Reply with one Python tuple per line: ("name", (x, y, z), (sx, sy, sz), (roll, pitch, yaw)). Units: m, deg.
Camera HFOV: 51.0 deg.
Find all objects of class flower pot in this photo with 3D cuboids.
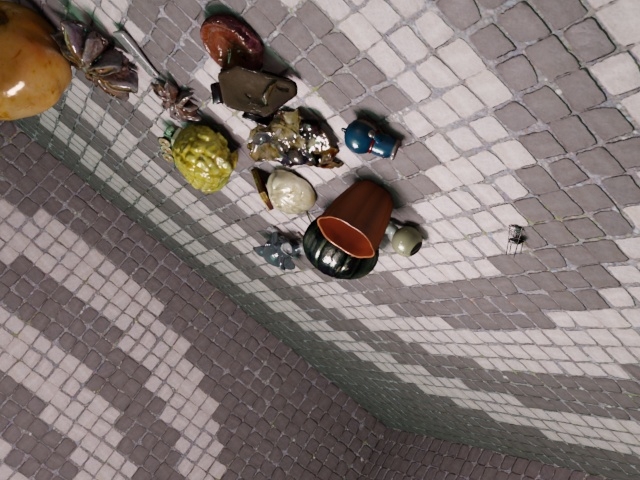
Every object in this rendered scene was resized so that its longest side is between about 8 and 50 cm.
("flower pot", (0.115, -0.069, 1.906), (0.190, 0.173, 0.190), (31, 158, 14))

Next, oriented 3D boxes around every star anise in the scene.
("star anise", (-0.706, -0.575, 2.130), (0.331, 0.117, 0.332), (34, 167, 9))
("star anise", (-0.461, -0.441, 2.113), (0.195, 0.065, 0.182), (35, 158, 5))

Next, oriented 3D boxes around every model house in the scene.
("model house", (-0.179, -0.381, 1.725), (0.203, 0.141, 0.164), (19, -168, -17))

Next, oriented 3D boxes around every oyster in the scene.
("oyster", (-0.107, -0.282, 1.906), (0.361, 0.096, 0.221), (14, 143, 37))

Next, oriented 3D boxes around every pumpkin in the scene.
("pumpkin", (0.072, 0.011, 2.117), (0.250, 0.216, 0.250), (34, -169, -7))

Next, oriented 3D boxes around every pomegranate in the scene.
("pomegranate", (-1.047, -0.585, 2.234), (0.411, 0.411, 0.411), (29, 157, 14))

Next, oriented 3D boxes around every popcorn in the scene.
("popcorn", (-0.390, -0.276, 2.218), (0.225, 0.174, 0.286), (48, 166, -4))

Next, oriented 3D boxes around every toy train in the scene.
("toy train", (-0.505, -0.331, 2.392), (0.125, 0.081, 0.194), (22, 154, 4))

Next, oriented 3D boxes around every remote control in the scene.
("remote control", (-0.558, -0.570, 2.045), (0.050, 0.027, 0.184), (18, 157, 39))

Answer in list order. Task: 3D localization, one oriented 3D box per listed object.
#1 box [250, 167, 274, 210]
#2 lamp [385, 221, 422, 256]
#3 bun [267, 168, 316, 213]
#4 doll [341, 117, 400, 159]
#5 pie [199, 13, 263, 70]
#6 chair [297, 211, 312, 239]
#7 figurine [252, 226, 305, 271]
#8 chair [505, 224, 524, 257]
("box", (-0.195, -0.171, 2.237), (0.090, 0.023, 0.133), (60, -174, -46))
("lamp", (0.225, -0.021, 1.984), (0.163, 0.091, 0.091), (40, 163, 31))
("bun", (-0.103, -0.142, 2.163), (0.183, 0.102, 0.183), (27, 158, 12))
("doll", (0.121, -0.249, 1.660), (0.152, 0.085, 0.114), (22, 168, 6))
("pie", (-0.222, -0.491, 1.692), (0.182, 0.049, 0.182), (25, 153, 14))
("chair", (-0.001, 0.000, 2.326), (0.095, 0.104, 0.221), (5, 144, 22))
("figurine", (-0.136, 0.048, 2.556), (0.193, 0.140, 0.265), (23, -174, -18))
("chair", (0.493, -0.002, 1.695), (0.037, 0.042, 0.086), (19, 117, 33))
